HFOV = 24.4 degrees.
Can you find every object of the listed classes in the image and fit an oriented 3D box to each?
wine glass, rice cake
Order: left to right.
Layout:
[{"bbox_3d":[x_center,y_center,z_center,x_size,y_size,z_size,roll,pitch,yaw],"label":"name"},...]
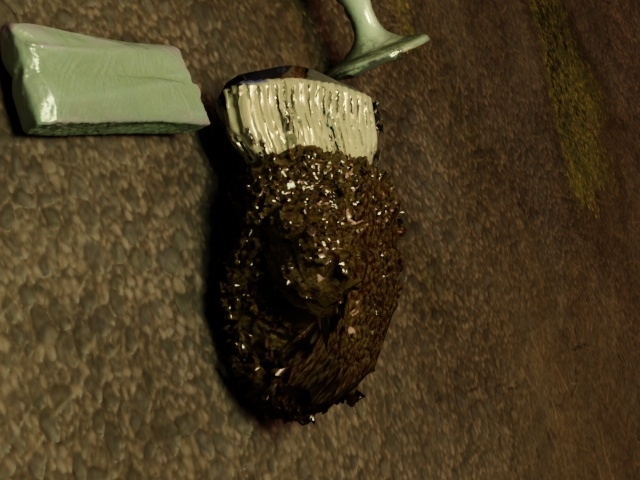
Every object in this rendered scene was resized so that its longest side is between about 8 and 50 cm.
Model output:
[{"bbox_3d":[-0.164,-0.121,1.140,0.221,0.042,0.080,-7,75,-62],"label":"rice cake"},{"bbox_3d":[0.017,-0.292,1.501,0.126,0.126,0.241,-40,112,-62],"label":"wine glass"}]

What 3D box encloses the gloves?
[{"bbox_3d":[-0.008,0.001,1.257,0.210,0.135,0.312,26,54,-63],"label":"gloves"}]
